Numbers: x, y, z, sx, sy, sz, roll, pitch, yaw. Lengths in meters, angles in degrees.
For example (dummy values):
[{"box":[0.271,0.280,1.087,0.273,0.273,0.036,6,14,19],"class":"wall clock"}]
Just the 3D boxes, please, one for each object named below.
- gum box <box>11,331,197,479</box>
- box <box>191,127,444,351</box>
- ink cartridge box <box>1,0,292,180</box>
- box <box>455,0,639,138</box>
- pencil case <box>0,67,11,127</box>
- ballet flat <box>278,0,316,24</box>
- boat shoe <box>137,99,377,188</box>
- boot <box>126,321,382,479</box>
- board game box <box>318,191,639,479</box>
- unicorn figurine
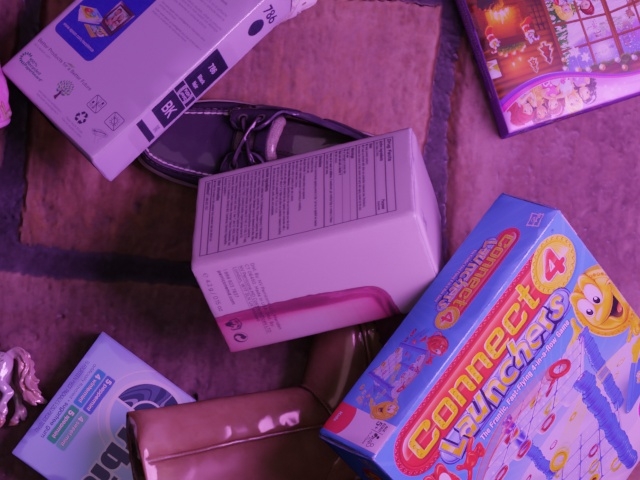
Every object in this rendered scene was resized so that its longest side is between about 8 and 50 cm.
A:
[{"box":[-0.200,0.212,1.915,0.184,0.041,0.157,36,83,1],"class":"gum box"},{"box":[0.000,0.000,1.846,0.232,0.149,0.127,-13,128,11],"class":"box"},{"box":[-0.158,-0.232,1.920,0.332,0.065,0.165,-44,64,-4],"class":"ink cartridge box"},{"box":[0.303,-0.249,1.980,0.293,0.057,0.201,-18,87,-5],"class":"box"},{"box":[-0.398,-0.282,1.837,0.160,0.167,0.386,5,106,29],"class":"pencil case"},{"box":[-0.013,-0.281,1.967,0.052,0.057,0.168,34,84,-13],"class":"ballet flat"},{"box":[-0.053,-0.097,1.926,0.285,0.092,0.103,10,82,-4],"class":"boat shoe"},{"box":[-0.066,0.162,1.873,0.269,0.089,0.236,-10,79,-16],"class":"boot"},{"box":[0.192,0.167,1.821,0.308,0.086,0.302,-52,127,-14],"class":"board game box"},{"box":[-0.373,0.147,1.908,0.162,0.060,0.111,-10,85,-21],"class":"unicorn figurine"}]
